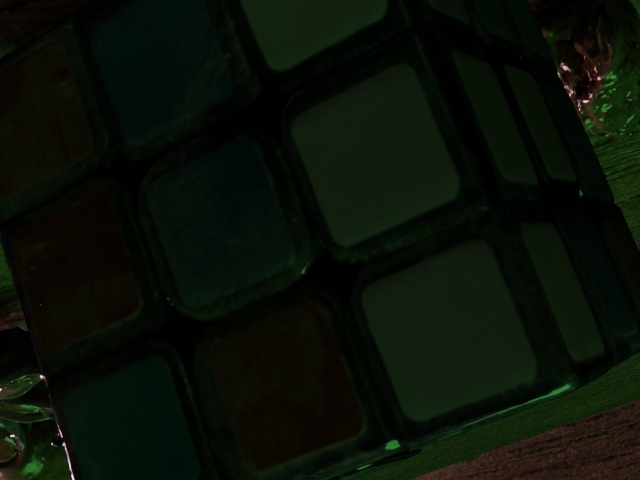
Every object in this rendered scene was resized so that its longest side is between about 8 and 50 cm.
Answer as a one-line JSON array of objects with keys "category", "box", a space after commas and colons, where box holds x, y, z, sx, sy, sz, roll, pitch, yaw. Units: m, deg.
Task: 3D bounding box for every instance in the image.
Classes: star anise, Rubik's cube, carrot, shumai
[{"category": "star anise", "box": [-0.390, 0.143, 1.383, 0.223, 0.109, 0.236, 21, 138, -38]}, {"category": "Rubik's cube", "box": [0.009, -0.015, 0.927, 0.359, 0.362, 0.363, -23, 168, 21]}, {"category": "carrot", "box": [-0.329, 0.256, 1.679, 0.138, 0.139, 0.302, -27, 159, 20]}, {"category": "shumai", "box": [0.232, -0.159, 1.149, 0.116, 0.145, 0.145, -6, 164, 20]}]
